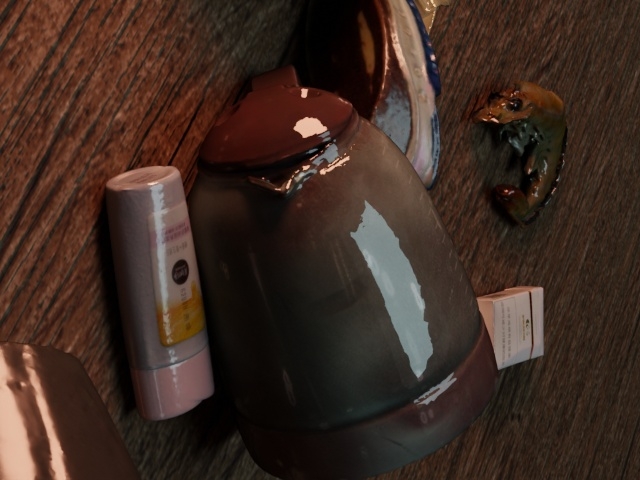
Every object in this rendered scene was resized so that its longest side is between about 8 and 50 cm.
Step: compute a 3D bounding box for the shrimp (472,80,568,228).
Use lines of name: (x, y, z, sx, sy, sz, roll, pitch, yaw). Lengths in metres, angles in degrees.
shrimp: (0.234, -0.099, 2.247, 0.253, 0.058, 0.173, -5, 104, -63)

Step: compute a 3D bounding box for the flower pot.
flower pot: (-0.220, 0.165, 1.247, 0.269, 0.269, 0.166, 37, 38, -56)

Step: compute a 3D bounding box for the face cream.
face cream: (-0.129, 0.042, 1.560, 0.084, 0.057, 0.198, -29, 116, -50)

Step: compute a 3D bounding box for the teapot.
teapot: (0.000, 0.000, 1.669, 0.315, 0.233, 0.312, -97, 169, -67)

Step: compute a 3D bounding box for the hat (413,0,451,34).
hat: (0.080, -0.226, 1.945, 0.166, 0.081, 0.122, -64, -173, -15)

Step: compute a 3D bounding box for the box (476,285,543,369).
box: (0.215, 0.101, 2.226, 0.154, 0.040, 0.084, -9, 97, -62)

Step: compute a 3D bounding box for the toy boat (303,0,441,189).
toy boat: (0.060, -0.156, 1.795, 0.115, 0.114, 0.262, 33, 34, -41)
